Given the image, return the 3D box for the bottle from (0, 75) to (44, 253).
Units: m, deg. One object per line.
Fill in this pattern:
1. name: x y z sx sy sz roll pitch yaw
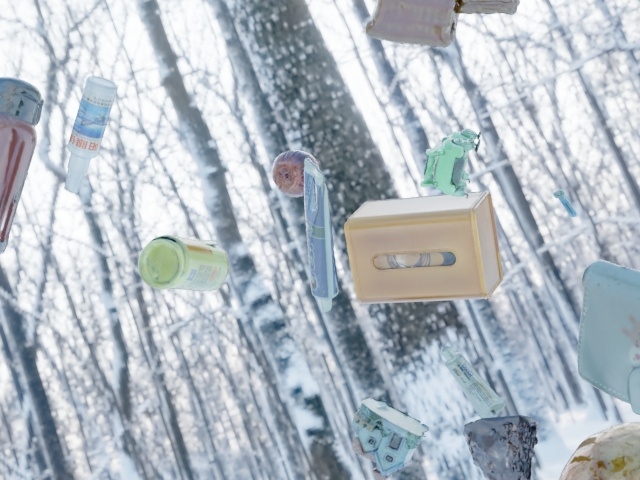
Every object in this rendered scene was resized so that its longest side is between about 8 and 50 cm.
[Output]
1. bottle: -0.630 -0.151 1.822 0.144 0.336 0.144 15 -5 1

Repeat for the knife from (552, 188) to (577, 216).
1. knife: 0.576 -0.085 2.225 0.027 0.010 0.096 -27 -54 24

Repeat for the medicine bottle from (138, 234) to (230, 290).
1. medicine bottle: -0.291 0.052 2.096 0.124 0.124 0.239 -25 -11 17

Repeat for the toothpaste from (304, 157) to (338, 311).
1. toothpaste: 0.000 0.000 1.120 0.034 0.197 0.057 -14 30 -15

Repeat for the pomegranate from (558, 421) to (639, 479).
1. pomegranate: 0.699 0.564 1.989 0.410 0.410 0.410 -20 -13 -5

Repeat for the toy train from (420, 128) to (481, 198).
1. toy train: 0.209 -0.128 1.523 0.081 0.099 0.149 11 22 6

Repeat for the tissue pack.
1. tissue pack: 0.207 0.017 1.899 0.274 0.194 0.145 -5 13 24

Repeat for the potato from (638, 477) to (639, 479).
1. potato: 0.647 0.431 1.671 0.369 0.195 0.176 -53 13 -24

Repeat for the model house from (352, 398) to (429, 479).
1. model house: 0.123 0.408 1.873 0.149 0.148 0.119 -69 -16 7

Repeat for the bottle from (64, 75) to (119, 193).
1. bottle: -0.419 -0.186 1.701 0.060 0.060 0.217 -5 -55 -49

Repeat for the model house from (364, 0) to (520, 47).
1. model house: 0.175 -0.367 1.259 0.199 0.229 0.219 13 6 11

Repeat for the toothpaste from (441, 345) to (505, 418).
1. toothpaste: 0.348 0.330 2.203 0.067 0.255 0.037 -38 30 2

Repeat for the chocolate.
1. chocolate: 0.347 0.409 1.773 0.156 0.133 0.156 -6 -25 -3

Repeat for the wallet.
1. wallet: 0.592 0.192 1.604 0.083 0.252 0.360 -10 20 -39

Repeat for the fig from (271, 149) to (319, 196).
1. fig: -0.047 -0.172 2.424 0.150 0.128 0.128 -4 -17 -16
